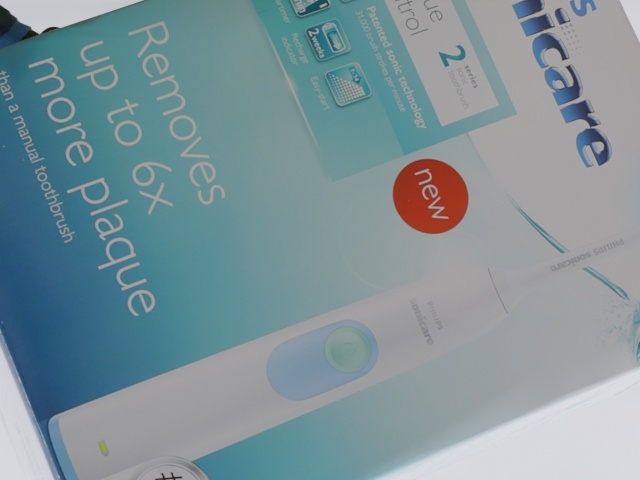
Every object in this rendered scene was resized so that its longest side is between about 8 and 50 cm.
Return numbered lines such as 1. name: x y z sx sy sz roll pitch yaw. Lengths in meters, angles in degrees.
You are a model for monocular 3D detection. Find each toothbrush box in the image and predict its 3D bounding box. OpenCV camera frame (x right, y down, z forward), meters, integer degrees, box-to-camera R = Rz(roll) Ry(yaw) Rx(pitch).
1. toothbrush box: 0.000 0.000 0.827 0.295 0.216 0.126 -20 170 -16

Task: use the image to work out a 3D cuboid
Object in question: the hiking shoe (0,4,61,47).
1. hiking shoe: -0.195 -0.016 1.086 0.132 0.304 0.113 26 -124 17
